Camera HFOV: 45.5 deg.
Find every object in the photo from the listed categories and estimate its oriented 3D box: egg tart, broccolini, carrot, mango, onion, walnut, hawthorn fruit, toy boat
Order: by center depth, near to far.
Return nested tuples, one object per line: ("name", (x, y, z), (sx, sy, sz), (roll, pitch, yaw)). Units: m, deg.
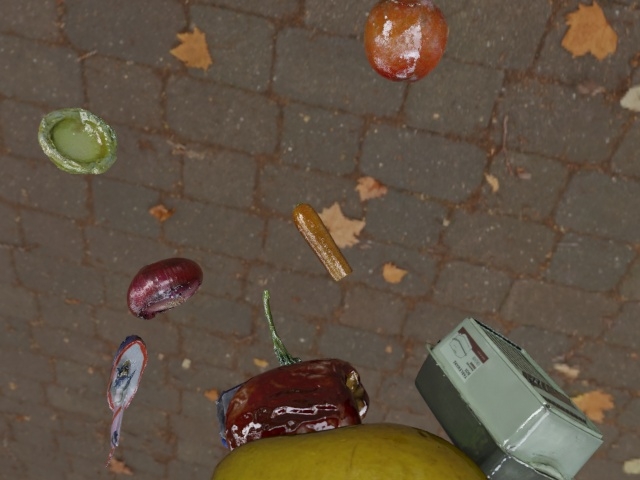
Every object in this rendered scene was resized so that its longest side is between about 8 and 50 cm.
("mango", (0.038, 0.390, 1.074), (0.445, 0.301, 0.220), (13, 152, 20))
("walnut", (-0.034, 0.351, 1.428), (0.269, 0.243, 0.222), (-19, 172, 5))
("hawthorn fruit", (0.166, -0.393, 1.495), (0.173, 0.172, 0.172), (10, 137, 9))
("broccolini", (-0.090, 0.200, 1.637), (0.054, 0.052, 0.194), (-14, 99, 21))
("toy boat", (-0.444, 0.367, 1.710), (0.072, 0.318, 0.219), (13, 145, -17))
("egg tart", (-0.588, -0.233, 1.834), (0.197, 0.197, 0.078), (37, 136, -20))
("carrot", (0.000, 0.000, 1.911), (0.225, 0.067, 0.067), (55, 136, 10))
("onion", (-0.478, 0.139, 2.327), (0.248, 0.248, 0.161), (-26, 99, 38))

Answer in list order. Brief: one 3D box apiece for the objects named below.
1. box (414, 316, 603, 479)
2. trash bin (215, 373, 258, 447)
("box", (0.304, 0.280, 1.270), (0.221, 0.290, 0.166), (30, 105, -33))
("trash bin", (-0.128, 0.454, 1.785), (0.163, 0.184, 0.234), (-25, 124, 2))
